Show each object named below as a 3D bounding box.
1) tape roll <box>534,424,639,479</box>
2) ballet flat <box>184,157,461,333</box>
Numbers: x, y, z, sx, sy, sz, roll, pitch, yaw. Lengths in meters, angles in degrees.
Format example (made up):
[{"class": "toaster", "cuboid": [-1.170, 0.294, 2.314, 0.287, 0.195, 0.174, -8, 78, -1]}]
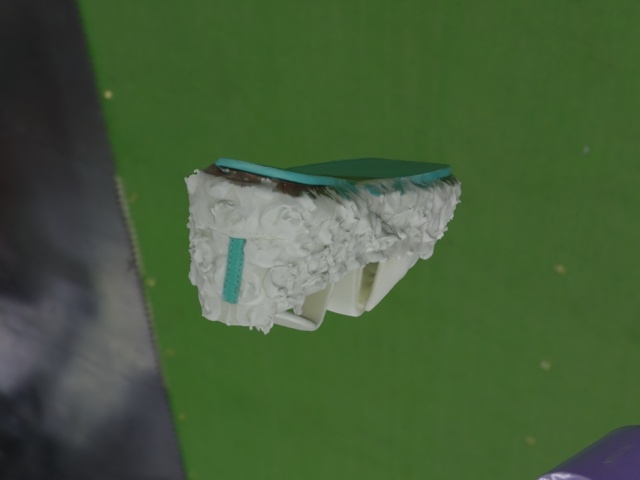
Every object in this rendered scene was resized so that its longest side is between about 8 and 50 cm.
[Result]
[{"class": "tape roll", "cuboid": [0.238, 0.236, 1.161, 0.189, 0.080, 0.189, 38, 143, 37]}, {"class": "ballet flat", "cuboid": [0.000, 0.000, 1.249, 0.147, 0.147, 0.409, 18, -170, 21]}]
